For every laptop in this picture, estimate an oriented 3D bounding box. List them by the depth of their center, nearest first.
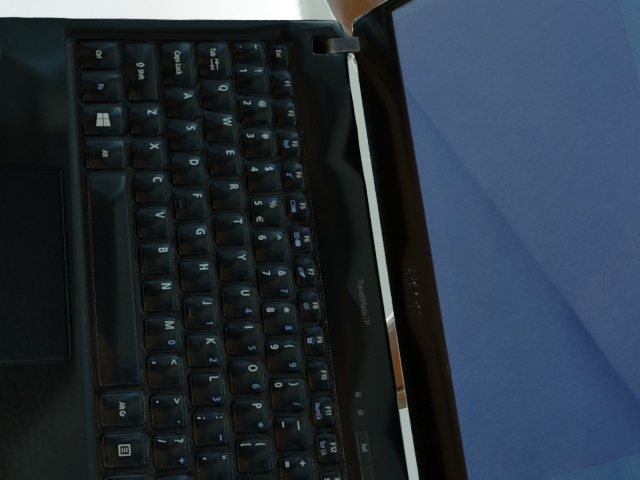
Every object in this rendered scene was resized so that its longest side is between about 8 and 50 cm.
[{"bbox_3d":[0.000,0.000,0.398,0.136,0.264,0.234,117,-31,-63],"label":"laptop"}]

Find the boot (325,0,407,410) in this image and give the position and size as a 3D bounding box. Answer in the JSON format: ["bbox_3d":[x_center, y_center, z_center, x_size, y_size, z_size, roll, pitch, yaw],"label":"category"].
[{"bbox_3d":[0.064,-0.047,0.709,0.220,0.109,0.283,50,-53,4],"label":"boot"}]
